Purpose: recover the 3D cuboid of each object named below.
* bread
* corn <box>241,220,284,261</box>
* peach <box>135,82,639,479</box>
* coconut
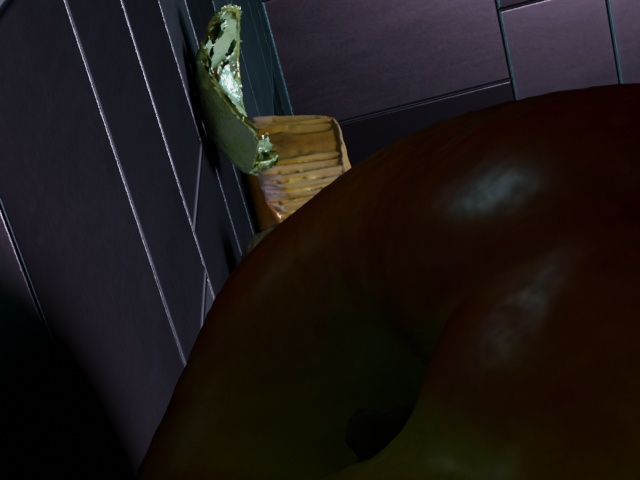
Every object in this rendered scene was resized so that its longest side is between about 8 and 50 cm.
[{"bbox_3d":[0.000,0.000,1.467,0.152,0.119,0.288,-96,171,-51],"label":"bread"},{"bbox_3d":[0.003,0.139,1.108,0.097,0.097,0.320,-80,155,-83],"label":"corn"},{"bbox_3d":[0.083,0.148,0.485,0.335,0.310,0.406,-108,175,-54],"label":"peach"},{"bbox_3d":[-0.076,-0.119,1.154,0.158,0.055,0.133,-99,175,-50],"label":"coconut"}]
